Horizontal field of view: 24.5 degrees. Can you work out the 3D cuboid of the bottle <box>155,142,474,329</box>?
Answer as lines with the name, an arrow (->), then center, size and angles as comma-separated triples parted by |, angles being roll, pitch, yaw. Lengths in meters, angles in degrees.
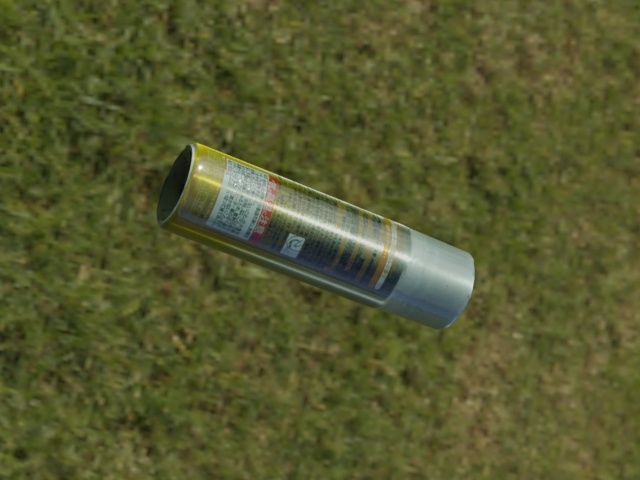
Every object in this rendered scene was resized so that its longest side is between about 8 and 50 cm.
bottle -> 0.000, 0.000, 1.304 | 0.286, 0.082, 0.082 | 21, 79, -20
